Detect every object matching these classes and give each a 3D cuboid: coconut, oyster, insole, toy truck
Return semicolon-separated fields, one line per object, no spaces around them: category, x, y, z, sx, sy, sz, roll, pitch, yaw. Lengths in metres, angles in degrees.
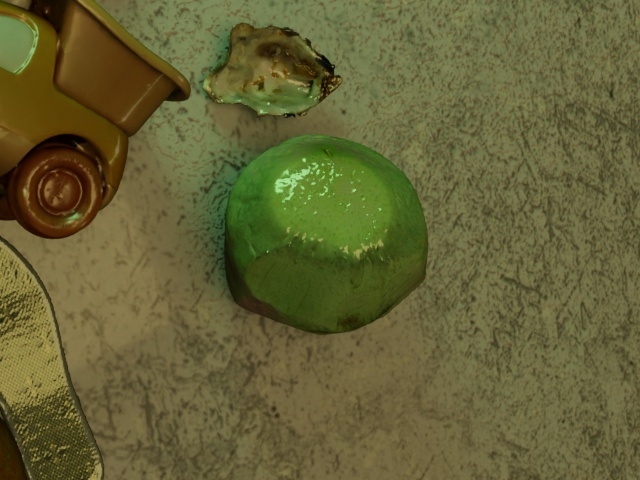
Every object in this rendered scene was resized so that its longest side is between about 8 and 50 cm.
coconut;0.000;0.000;1.149;0.235;0.236;0.205;-24;71;-23
oyster;-0.048;-0.181;1.187;0.148;0.051;0.103;18;98;-19
insole;-0.305;0.131;1.112;0.109;0.007;0.322;-24;104;-23
toy truck;-0.282;-0.126;0.988;0.288;0.204;0.212;31;80;-32

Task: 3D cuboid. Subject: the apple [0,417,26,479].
apple;-0.387;0.210;0.984;0.236;0.207;0.237;-13;120;-24
